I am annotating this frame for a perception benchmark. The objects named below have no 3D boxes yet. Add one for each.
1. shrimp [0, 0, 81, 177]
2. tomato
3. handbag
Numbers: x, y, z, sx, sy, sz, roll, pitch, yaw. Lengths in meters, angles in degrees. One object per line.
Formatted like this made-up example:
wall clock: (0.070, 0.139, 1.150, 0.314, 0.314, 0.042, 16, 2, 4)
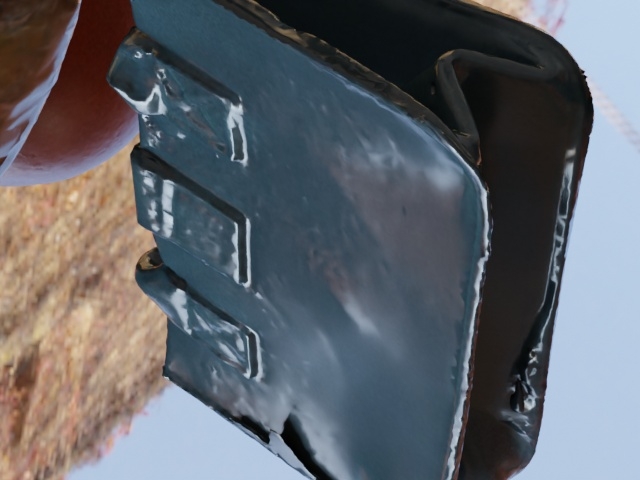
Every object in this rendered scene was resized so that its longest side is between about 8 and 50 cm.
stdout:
shrimp: (-0.170, -0.134, 0.519, 0.085, 0.445, 0.272, 37, -150, 19)
tomato: (-0.278, -0.195, 1.282, 0.322, 0.321, 0.321, 8, -131, -9)
handbag: (0.000, 0.000, 0.523, 0.179, 0.229, 0.062, 32, -127, 28)
